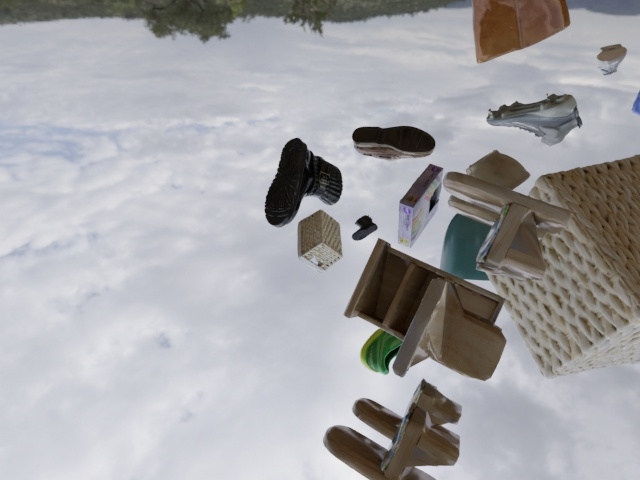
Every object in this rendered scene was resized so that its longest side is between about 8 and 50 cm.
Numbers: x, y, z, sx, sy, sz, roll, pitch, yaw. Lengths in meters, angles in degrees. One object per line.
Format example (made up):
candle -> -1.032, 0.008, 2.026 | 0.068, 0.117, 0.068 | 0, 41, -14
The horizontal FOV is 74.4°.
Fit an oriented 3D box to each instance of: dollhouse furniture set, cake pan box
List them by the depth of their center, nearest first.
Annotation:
dollhouse furniture set -> 0.143, 0.104, 0.659 | 0.257, 0.361, 0.394 | 25, -178, 20
cake pan box -> 0.399, -0.139, 1.684 | 0.070, 0.245, 0.267 | 27, -123, 25

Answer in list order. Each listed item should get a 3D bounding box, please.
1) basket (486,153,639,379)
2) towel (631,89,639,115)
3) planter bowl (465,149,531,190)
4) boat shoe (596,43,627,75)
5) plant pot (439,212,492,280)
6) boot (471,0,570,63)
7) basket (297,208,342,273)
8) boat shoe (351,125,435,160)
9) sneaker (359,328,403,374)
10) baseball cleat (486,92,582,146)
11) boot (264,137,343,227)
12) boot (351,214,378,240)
basket -> 0.548, 0.056, 0.835 | 0.267, 0.328, 0.331 | -7, -125, -12
towel -> 0.963, -0.331, 1.036 | 0.040, 0.243, 0.336 | -34, -123, -9
planter bowl -> 0.466, -0.178, 1.149 | 0.162, 0.109, 0.162 | -34, -179, 1
boat shoe -> 0.760, -0.469, 1.109 | 0.066, 0.063, 0.184 | -4, -152, 28
plant pot -> 0.580, 0.016, 1.522 | 0.293, 0.235, 0.293 | 1, 180, 0
boot -> 0.226, -0.413, 0.652 | 0.264, 0.280, 0.096 | -14, -136, 23
basket -> 0.000, 0.000, 1.339 | 0.103, 0.113, 0.167 | -32, -141, 29
boat shoe -> 0.271, -0.351, 1.548 | 0.308, 0.104, 0.110 | 16, -112, 23
sneaker -> 0.243, 0.272, 1.252 | 0.124, 0.109, 0.295 | 31, -101, 39
baseball cleat -> 0.441, -0.243, 0.886 | 0.072, 0.109, 0.206 | -38, -160, -11
boot -> -0.046, -0.170, 1.531 | 0.131, 0.260, 0.347 | 3, -111, 40
boot -> 0.167, -0.054, 1.707 | 0.121, 0.045, 0.099 | -29, -147, -4
